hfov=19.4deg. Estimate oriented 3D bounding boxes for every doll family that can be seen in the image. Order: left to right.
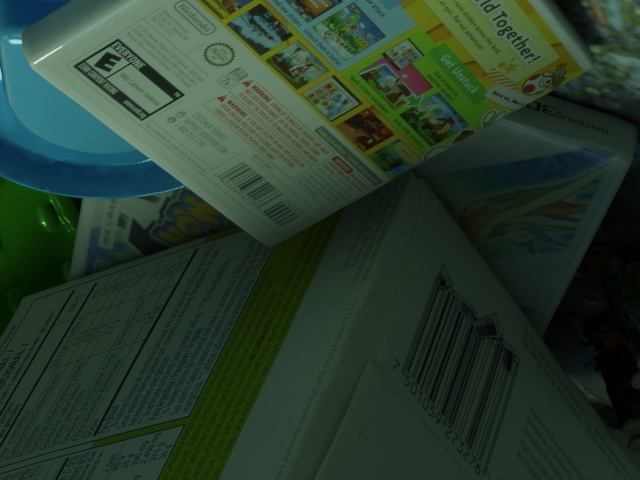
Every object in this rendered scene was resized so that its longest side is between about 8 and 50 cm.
[{"bbox_3d":[0.202,0.063,1.178,0.076,0.111,0.193,-16,145,-11],"label":"doll family"}]

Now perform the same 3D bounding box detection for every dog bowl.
[{"bbox_3d":[-0.109,-0.135,0.920,0.166,0.074,0.297,-1,145,-4],"label":"dog bowl"}]

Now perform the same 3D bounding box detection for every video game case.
[{"bbox_3d":[0.000,0.000,1.152,0.300,0.036,0.329,18,139,0],"label":"video game case"},{"bbox_3d":[0.002,-0.093,0.915,0.206,0.026,0.227,-29,145,16],"label":"video game case"}]

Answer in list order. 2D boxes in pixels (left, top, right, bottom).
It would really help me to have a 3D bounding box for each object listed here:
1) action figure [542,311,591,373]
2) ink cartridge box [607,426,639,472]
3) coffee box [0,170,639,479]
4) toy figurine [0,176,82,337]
[{"bbox_3d":[0.061,0.088,1.337,0.285,0.099,0.185,-15,138,26],"label":"action figure"},{"bbox_3d":[0.288,0.259,1.431,0.273,0.114,0.197,9,135,7],"label":"ink cartridge box"},{"bbox_3d":[-0.033,0.221,1.106,0.334,0.338,0.337,-18,122,34],"label":"coffee box"},{"bbox_3d":[-0.238,-0.002,1.350,0.159,0.130,0.173,0,117,63],"label":"toy figurine"}]
